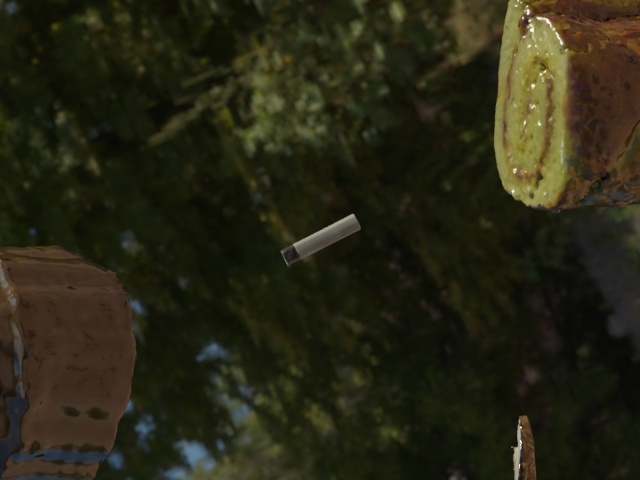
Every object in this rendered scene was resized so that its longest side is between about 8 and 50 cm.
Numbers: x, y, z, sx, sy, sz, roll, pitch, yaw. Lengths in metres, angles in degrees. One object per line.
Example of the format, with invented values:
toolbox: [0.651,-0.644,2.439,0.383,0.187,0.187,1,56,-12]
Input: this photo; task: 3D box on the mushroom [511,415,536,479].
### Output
mushroom: [0.198,0.221,1.440,0.049,0.019,0.101,118,155,-83]

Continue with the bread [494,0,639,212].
bread: [0.195,-0.085,0.882,0.103,0.172,0.132,-147,54,-60]

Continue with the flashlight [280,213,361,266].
flashlight: [0.000,0.000,1.484,0.018,0.083,0.018,62,175,6]

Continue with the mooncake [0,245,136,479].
mooncake: [-0.378,0.158,1.806,0.187,0.324,0.324,7,-130,-37]
